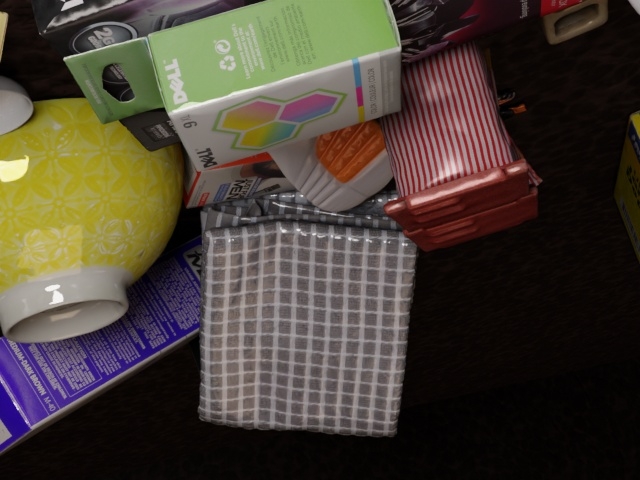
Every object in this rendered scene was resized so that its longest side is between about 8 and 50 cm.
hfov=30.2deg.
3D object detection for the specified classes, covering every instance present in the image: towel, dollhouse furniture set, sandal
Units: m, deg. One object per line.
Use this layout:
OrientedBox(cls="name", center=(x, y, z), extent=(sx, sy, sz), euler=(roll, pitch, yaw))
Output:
OrientedBox(cls="towel", center=(-0.017, 0.081, 1.282), extent=(0.235, 0.121, 0.283), euler=(4, 120, 2))
OrientedBox(cls="dollhouse furniture set", center=(0.216, -0.151, 0.981), extent=(0.374, 0.201, 0.152), euler=(-19, 163, 9))
OrientedBox(cls="sandal", center=(-0.019, -0.124, 1.075), extent=(0.102, 0.076, 0.265), euler=(-33, 137, 14))

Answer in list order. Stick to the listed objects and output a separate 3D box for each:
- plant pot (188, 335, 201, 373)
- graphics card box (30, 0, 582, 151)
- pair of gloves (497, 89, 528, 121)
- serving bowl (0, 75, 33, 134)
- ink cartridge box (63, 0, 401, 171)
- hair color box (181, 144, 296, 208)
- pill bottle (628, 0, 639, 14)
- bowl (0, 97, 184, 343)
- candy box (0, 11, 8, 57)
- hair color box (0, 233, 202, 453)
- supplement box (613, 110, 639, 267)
OrientedBox(cls="plant pot", center=(-0.055, 0.105, 1.584), extent=(0.167, 0.188, 0.187), euler=(-38, 154, 31))
OrientedBox(cls="graphics card box", center=(0.004, -0.193, 0.834), extent=(0.371, 0.094, 0.233), euler=(-17, 163, 4))
OrientedBox(cls="pair of gloves", center=(0.188, -0.141, 1.311), extent=(0.074, 0.010, 0.083), euler=(-24, 164, 18))
OrientedBox(cls="serving bowl", center=(-0.272, -0.109, 0.940), extent=(0.083, 0.027, 0.083), euler=(-15, 164, -5))
OrientedBox(cls="ink cartridge box", center=(-0.052, -0.103, 0.795), extent=(0.209, 0.062, 0.109), euler=(-16, 164, -1))
OrientedBox(cls="hair color box", center=(-0.054, -0.084, 1.186), extent=(0.167, 0.053, 0.093), euler=(-12, 162, -20))
OrientedBox(cls="pill bottle", center=(0.387, -0.261, 0.787), extent=(0.363, 0.210, 0.210), euler=(-13, 163, -14))
OrientedBox(cls="bowl", center=(-0.250, 0.004, 1.099), extent=(0.290, 0.156, 0.289), euler=(-16, 163, -5))
OrientedBox(cls="candy box", center=(-0.295, -0.137, 0.703), extent=(0.109, 0.053, 0.187), euler=(19, -170, 39))
OrientedBox(cls="hair color box", center=(-0.265, 0.125, 1.364), extent=(0.339, 0.110, 0.185), euler=(-28, 175, -46))
OrientedBox(cls="supplement box", center=(0.525, -0.054, 1.591), extent=(0.194, 0.195, 0.356), euler=(-19, 162, 5))
